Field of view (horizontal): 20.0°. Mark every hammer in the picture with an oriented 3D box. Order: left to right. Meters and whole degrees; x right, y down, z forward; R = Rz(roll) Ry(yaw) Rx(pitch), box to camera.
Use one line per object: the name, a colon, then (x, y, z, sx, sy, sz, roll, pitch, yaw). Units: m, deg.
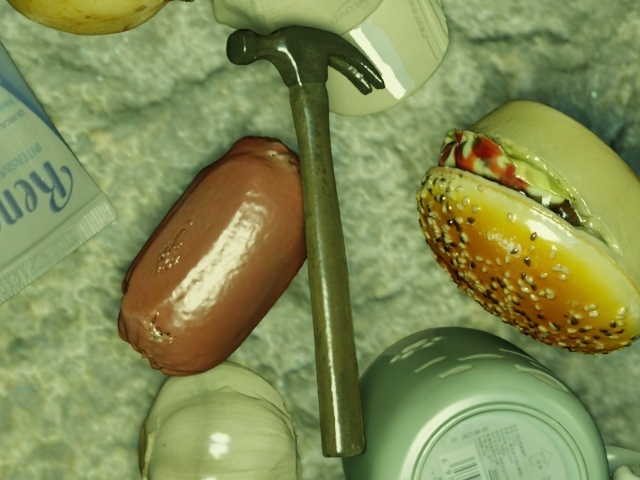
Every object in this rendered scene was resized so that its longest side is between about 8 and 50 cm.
hammer: (0.000, 0.000, 1.842, 0.168, 0.044, 0.440, -1, 82, -31)

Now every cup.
cup: (0.210, 0.241, 1.897, 0.356, 0.274, 0.259, 6, 94, -5)

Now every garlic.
garlic: (-0.106, 0.241, 1.935, 0.178, 0.143, 0.229, -3, 86, -4)

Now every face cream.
face cream: (-0.407, -0.134, 1.872, 0.235, 0.137, 0.420, -39, 106, -29)

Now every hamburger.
hamburger: (0.228, -0.004, 1.882, 0.300, 0.300, 0.176, 44, 76, -7)

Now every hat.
hat: (0.021, -0.248, 1.915, 0.219, 0.164, 0.226, -39, 78, -2)

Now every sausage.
sausage: (-0.102, 0.016, 1.910, 0.152, 0.152, 0.280, 39, 85, -7)

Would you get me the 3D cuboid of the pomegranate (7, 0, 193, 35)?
pomegranate: (-0.222, -0.330, 1.824, 0.264, 0.264, 0.264, 0, 94, -6)
